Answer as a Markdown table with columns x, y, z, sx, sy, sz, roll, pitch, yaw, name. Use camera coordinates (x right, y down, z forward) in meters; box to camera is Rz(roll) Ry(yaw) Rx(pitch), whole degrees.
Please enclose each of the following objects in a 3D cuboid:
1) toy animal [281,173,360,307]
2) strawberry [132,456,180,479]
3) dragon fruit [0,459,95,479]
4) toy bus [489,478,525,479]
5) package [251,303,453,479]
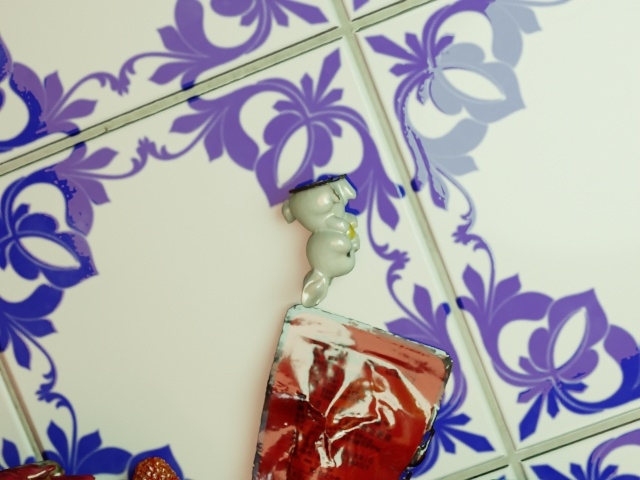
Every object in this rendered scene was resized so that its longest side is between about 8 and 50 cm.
| x | y | z | sx | sy | sz | roll | pitch | yaw | name |
| --- | --- | --- | --- | --- | --- | --- | --- | --- | --- |
| 0.006 | -0.002 | 1.216 | 0.085 | 0.071 | 0.124 | -16 | 95 | 6 | toy animal |
| -0.181 | 0.282 | 1.274 | 0.073 | 0.073 | 0.083 | -19 | 59 | 7 | strawberry |
| -0.318 | 0.350 | 1.139 | 0.371 | 0.386 | 0.249 | -6 | 85 | 28 | dragon fruit |
| 0.202 | 0.357 | 1.113 | 0.199 | 0.343 | 0.183 | 14 | 98 | 14 | toy bus |
| 0.017 | 0.222 | 1.245 | 0.194 | 0.071 | 0.269 | 19 | 94 | -12 | package |
